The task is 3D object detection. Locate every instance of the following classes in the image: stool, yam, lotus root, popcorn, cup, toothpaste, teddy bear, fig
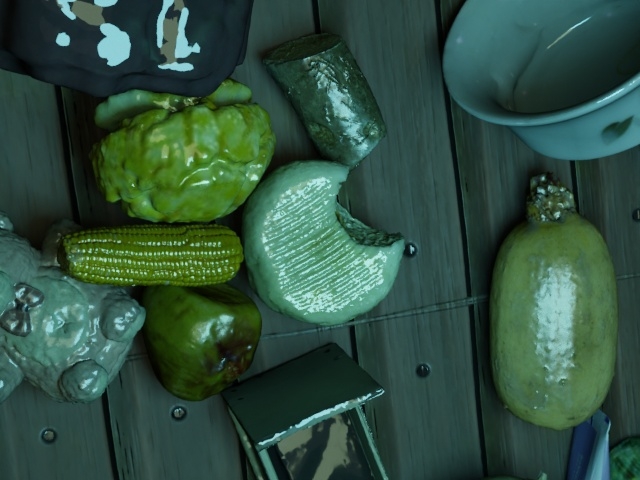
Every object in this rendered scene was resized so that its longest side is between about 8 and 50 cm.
[{"bbox_3d":[0.013,0.288,1.500,0.170,0.270,0.243,-23,101,-10],"label":"stool"},{"bbox_3d":[0.016,-0.174,1.540,0.107,0.107,0.183,-31,104,-8],"label":"yam"},{"bbox_3d":[0.307,0.082,1.603,0.169,0.151,0.342,-2,99,-13],"label":"lotus root"},{"bbox_3d":[-0.164,-0.109,1.459,0.221,0.204,0.183,-16,100,-25],"label":"popcorn"},{"bbox_3d":[0.340,-0.231,1.510,0.347,0.347,0.163,-47,128,-4],"label":"cup"},{"bbox_3d":[0.361,0.404,1.675,0.080,0.125,0.371,-1,100,-6],"label":"toothpaste"},{"bbox_3d":[-0.350,0.082,1.461,0.267,0.151,0.236,33,78,-17],"label":"teddy bear"},{"bbox_3d":[-0.154,0.108,1.519,0.154,0.144,0.165,-39,93,33],"label":"fig"}]

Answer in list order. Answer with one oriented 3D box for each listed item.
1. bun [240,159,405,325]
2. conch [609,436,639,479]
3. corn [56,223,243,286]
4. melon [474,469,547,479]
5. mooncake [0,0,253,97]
[{"bbox_3d":[0.000,0.000,1.538,0.204,0.126,0.212,-10,97,-9],"label":"bun"},{"bbox_3d":[0.487,0.321,1.687,0.176,0.122,0.188,31,85,10],"label":"conch"},{"bbox_3d":[-0.199,0.019,1.440,0.231,0.080,0.080,-3,97,-33],"label":"corn"},{"bbox_3d":[0.233,0.453,1.572,0.268,0.268,0.330,13,97,-13],"label":"melon"},{"bbox_3d":[-0.248,-0.280,1.329,0.351,0.381,0.212,10,106,-1],"label":"mooncake"}]
